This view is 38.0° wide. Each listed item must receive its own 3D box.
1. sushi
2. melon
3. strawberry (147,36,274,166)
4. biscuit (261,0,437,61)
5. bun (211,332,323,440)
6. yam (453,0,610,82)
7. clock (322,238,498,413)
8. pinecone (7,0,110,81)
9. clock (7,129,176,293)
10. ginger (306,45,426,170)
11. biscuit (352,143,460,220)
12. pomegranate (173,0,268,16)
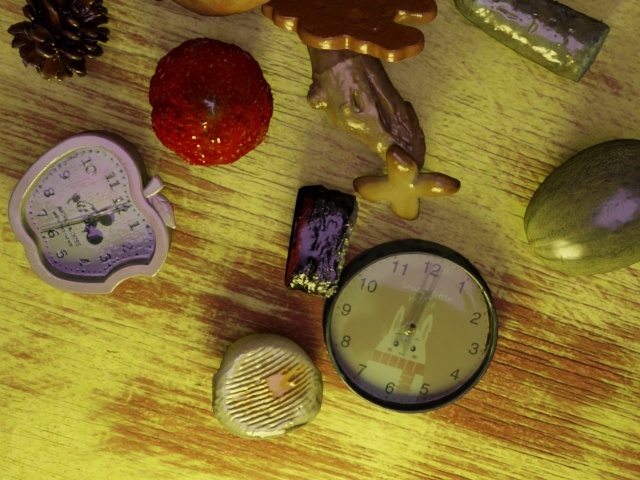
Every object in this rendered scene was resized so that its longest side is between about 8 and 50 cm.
[{"bbox_3d":[0.000,0.000,1.924,0.126,0.136,0.225,10,97,-5],"label":"sushi"},{"bbox_3d":[0.567,-0.064,1.851,0.329,0.248,0.249,-28,103,10],"label":"melon"},{"bbox_3d":[-0.210,-0.261,1.784,0.257,0.277,0.258,-1,105,-4],"label":"strawberry"},{"bbox_3d":[0.051,-0.434,1.787,0.333,0.202,0.047,13,145,8],"label":"biscuit"},{"bbox_3d":[-0.121,0.319,2.000,0.243,0.153,0.244,0,85,-6],"label":"bun"},{"bbox_3d":[0.409,-0.427,1.814,0.330,0.133,0.133,27,103,-5],"label":"yam"},{"bbox_3d":[0.193,0.190,2.001,0.385,0.076,0.387,0,105,0],"label":"clock"},{"bbox_3d":[-0.501,-0.410,1.808,0.195,0.150,0.179,-42,95,7],"label":"pinecone"},{"bbox_3d":[-0.464,-0.057,1.925,0.338,0.102,0.339,0,105,-1],"label":"clock"},{"bbox_3d":[0.092,-0.278,1.851,0.190,0.126,0.354,-45,99,-17],"label":"ginger"},{"bbox_3d":[0.167,-0.108,1.866,0.164,0.208,0.047,26,66,-12],"label":"biscuit"},{"bbox_3d":[-0.182,-0.572,1.699,0.321,0.322,0.322,0,105,0],"label":"pomegranate"}]
